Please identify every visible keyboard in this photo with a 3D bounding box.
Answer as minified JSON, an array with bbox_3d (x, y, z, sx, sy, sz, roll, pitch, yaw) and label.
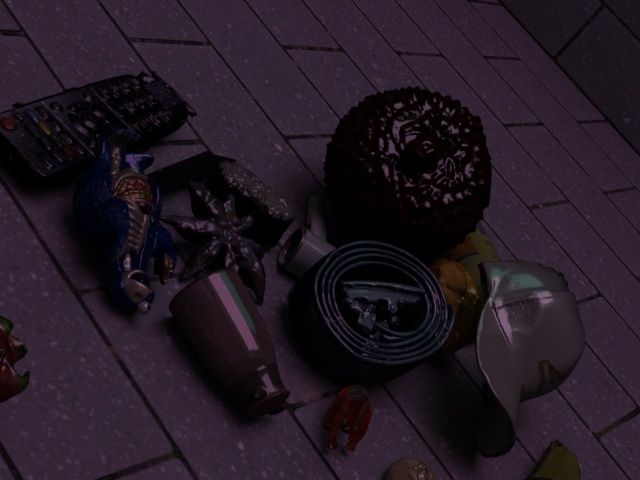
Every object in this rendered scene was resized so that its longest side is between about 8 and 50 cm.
[{"bbox_3d":[-0.205,-0.109,1.756,0.060,0.018,0.195,15,23,23],"label":"keyboard"}]

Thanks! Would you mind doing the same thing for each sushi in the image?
[{"bbox_3d":[-0.115,-0.056,1.756,0.150,0.078,0.090,35,25,-9],"label":"sushi"}]

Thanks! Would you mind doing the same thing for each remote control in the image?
[{"bbox_3d":[-0.340,-0.173,1.668,0.144,0.062,0.399,44,32,7],"label":"remote control"}]

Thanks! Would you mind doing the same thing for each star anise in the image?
[{"bbox_3d":[-0.149,0.001,1.640,0.180,0.061,0.205,-7,74,-43],"label":"star anise"}]

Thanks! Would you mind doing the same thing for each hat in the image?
[{"bbox_3d":[0.324,0.192,1.735,0.168,0.258,0.301,0,36,15],"label":"hat"}]

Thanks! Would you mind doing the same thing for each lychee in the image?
[{"bbox_3d":[0.145,-0.111,1.904,0.306,0.306,0.330,43,-13,3],"label":"lychee"}]

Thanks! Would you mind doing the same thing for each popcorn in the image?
[{"bbox_3d":[0.202,0.109,1.842,0.152,0.149,0.167,13,24,-4],"label":"popcorn"}]

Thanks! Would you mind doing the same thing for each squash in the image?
[{"bbox_3d":[0.365,0.369,1.759,0.094,0.094,0.224,43,24,3],"label":"squash"}]

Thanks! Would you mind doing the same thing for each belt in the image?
[{"bbox_3d":[0.086,0.105,1.676,0.267,0.116,0.207,-4,66,-35],"label":"belt"}]

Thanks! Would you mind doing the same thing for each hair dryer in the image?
[{"bbox_3d":[0.000,0.000,1.846,0.131,0.073,0.236,32,23,-19],"label":"hair dryer"}]

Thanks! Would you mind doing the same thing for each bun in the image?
[{"bbox_3d":[0.132,0.336,1.551,0.086,0.055,0.086,28,32,-20],"label":"bun"}]

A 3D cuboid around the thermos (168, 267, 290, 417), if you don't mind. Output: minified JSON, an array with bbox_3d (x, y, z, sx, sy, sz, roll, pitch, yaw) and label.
[{"bbox_3d":[-0.106,0.147,1.497,0.193,0.105,0.137,57,2,18],"label":"thermos"}]

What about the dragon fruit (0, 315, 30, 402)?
[{"bbox_3d":[-0.401,0.151,1.127,0.137,0.135,0.236,50,48,3],"label":"dragon fruit"}]

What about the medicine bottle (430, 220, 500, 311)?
[{"bbox_3d":[0.269,0.057,2.000,0.124,0.124,0.239,19,36,-33],"label":"medicine bottle"}]

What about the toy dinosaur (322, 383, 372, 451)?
[{"bbox_3d":[0.042,0.238,1.522,0.055,0.101,0.279,20,12,-4],"label":"toy dinosaur"}]

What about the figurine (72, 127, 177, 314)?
[{"bbox_3d":[-0.270,-0.019,1.510,0.164,0.120,0.262,57,21,-50],"label":"figurine"}]
